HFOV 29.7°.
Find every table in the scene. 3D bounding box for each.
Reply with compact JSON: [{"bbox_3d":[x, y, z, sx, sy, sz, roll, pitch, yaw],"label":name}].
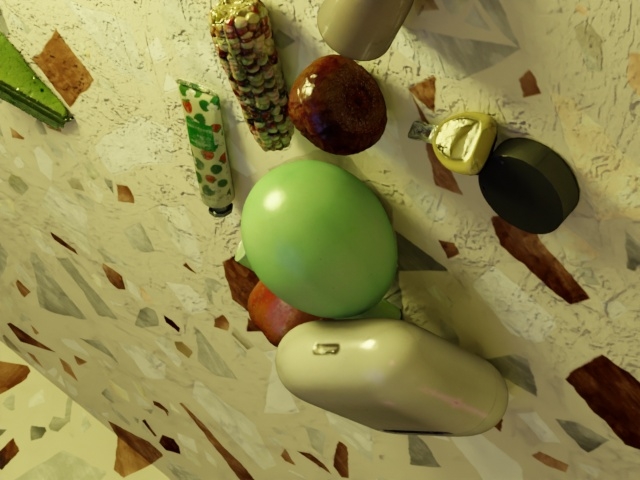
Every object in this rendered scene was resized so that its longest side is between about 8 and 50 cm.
[{"bbox_3d":[0.278,-0.072,1.617,0.133,0.043,0.133,31,148,23],"label":"table"}]

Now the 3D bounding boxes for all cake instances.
[{"bbox_3d":[-0.604,-0.293,2.367,0.235,0.099,0.100,49,152,-11],"label":"cake"}]

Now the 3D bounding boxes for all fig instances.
[{"bbox_3d":[-0.002,-0.192,1.738,0.201,0.134,0.146,10,127,57],"label":"fig"}]

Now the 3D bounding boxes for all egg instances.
[{"bbox_3d":[0.000,0.000,1.870,0.270,0.220,0.220,46,152,-25],"label":"egg"}]

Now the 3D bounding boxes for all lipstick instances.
[{"bbox_3d":[0.001,0.078,2.019,0.304,0.076,0.076,30,154,-18],"label":"lipstick"}]

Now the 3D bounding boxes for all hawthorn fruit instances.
[{"bbox_3d":[-0.033,0.094,2.119,0.162,0.162,0.203,38,129,11],"label":"hawthorn fruit"}]

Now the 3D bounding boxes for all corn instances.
[{"bbox_3d":[-0.095,-0.251,1.815,0.092,0.092,0.280,22,148,34],"label":"corn"}]

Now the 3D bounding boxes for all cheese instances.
[{"bbox_3d":[0.174,-0.140,1.646,0.036,0.086,0.162,17,-177,-34],"label":"cheese"}]

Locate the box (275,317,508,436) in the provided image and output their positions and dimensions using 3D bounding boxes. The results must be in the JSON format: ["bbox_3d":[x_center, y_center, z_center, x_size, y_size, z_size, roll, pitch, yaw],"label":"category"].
[{"bbox_3d":[0.117,0.225,1.956,0.288,0.141,0.349,-7,156,40],"label":"box"}]

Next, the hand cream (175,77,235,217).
[{"bbox_3d":[-0.192,-0.156,2.080,0.095,0.059,0.276,22,139,30],"label":"hand cream"}]

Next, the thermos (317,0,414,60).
[{"bbox_3d":[0.067,-0.335,1.504,0.137,0.105,0.193,69,153,22],"label":"thermos"}]
